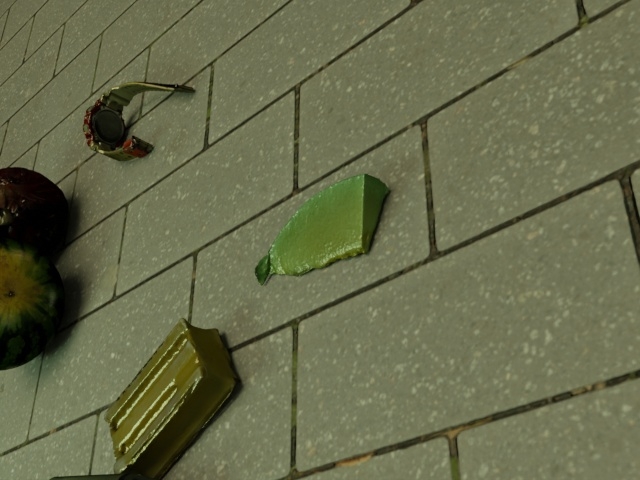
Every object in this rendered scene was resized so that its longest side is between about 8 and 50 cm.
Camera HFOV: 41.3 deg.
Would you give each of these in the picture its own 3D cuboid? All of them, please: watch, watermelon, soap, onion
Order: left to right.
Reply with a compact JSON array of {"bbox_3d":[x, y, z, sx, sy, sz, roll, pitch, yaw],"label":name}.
[{"bbox_3d":[-0.642,0.120,1.685,0.269,0.269,0.269,-28,49,37],"label":"watermelon"},{"bbox_3d":[-0.685,-0.027,1.860,0.281,0.221,0.281,-57,9,14],"label":"onion"},{"bbox_3d":[-0.382,-0.248,1.765,0.268,0.102,0.165,6,80,42],"label":"watch"},{"bbox_3d":[-0.228,0.242,1.279,0.233,0.076,0.135,-49,39,18],"label":"soap"}]

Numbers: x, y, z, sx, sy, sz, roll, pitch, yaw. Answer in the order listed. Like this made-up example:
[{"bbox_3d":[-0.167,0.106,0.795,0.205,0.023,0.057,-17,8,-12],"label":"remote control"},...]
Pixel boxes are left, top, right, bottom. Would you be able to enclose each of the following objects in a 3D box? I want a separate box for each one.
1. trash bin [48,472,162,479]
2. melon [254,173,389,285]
[{"bbox_3d":[-0.318,0.430,1.234,0.240,0.122,0.164,-17,57,45],"label":"trash bin"},{"bbox_3d":[-0.001,0.000,1.207,0.262,0.053,0.114,-33,64,38],"label":"melon"}]
